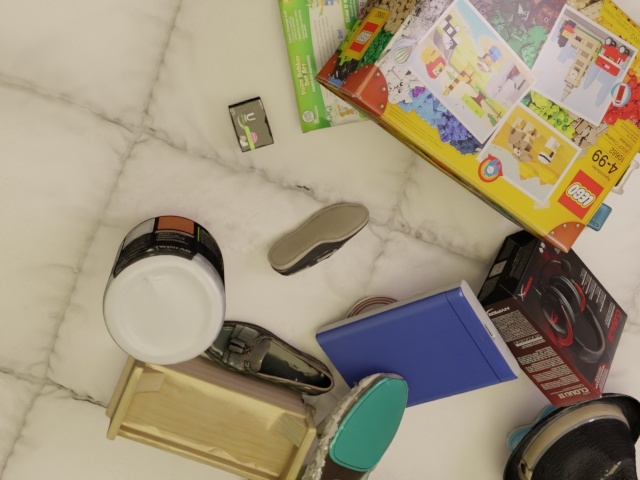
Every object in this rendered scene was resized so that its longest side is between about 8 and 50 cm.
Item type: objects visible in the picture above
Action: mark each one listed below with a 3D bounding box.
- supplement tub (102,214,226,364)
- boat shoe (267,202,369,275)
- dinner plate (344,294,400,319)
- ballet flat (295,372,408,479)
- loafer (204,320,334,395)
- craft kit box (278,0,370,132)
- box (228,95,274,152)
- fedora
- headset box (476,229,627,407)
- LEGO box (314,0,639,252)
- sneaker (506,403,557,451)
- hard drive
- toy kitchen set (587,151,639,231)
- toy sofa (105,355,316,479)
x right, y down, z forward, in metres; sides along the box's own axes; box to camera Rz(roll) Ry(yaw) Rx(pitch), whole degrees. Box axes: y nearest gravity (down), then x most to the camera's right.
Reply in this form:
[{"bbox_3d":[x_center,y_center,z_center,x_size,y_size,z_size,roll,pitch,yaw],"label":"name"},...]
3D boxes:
[{"bbox_3d":[-0.257,0.069,1.636,0.193,0.316,0.194,-1,105,-5],"label":"supplement tub"},{"bbox_3d":[0.000,0.000,1.794,0.206,0.075,0.065,-30,149,-4],"label":"boat shoe"},{"bbox_3d":[0.111,0.170,1.862,0.141,0.017,0.141,-1,104,-6],"label":"dinner plate"},{"bbox_3d":[0.015,0.411,1.772,0.147,0.147,0.409,30,80,-13],"label":"ballet flat"},{"bbox_3d":[-0.093,0.217,1.806,0.267,0.084,0.096,23,80,-14],"label":"loafer"},{"bbox_3d":[0.065,-0.330,1.685,0.246,0.061,0.250,-10,112,-2],"label":"craft kit box"},{"bbox_3d":[-0.123,-0.206,1.718,0.062,0.052,0.083,-17,104,-2],"label":"box"},{"bbox_3d":[0.514,0.449,1.853,0.334,0.152,0.334,-13,134,-14],"label":"fedora"},{"bbox_3d":[0.436,0.146,1.788,0.293,0.218,0.110,48,138,-15],"label":"headset box"},{"bbox_3d":[0.307,-0.274,1.620,0.500,0.193,0.372,32,95,-26],"label":"LEGO box"},{"bbox_3d":[0.452,0.383,1.928,0.162,0.073,0.063,-36,105,3],"label":"sneaker"},{"bbox_3d":[0.173,0.205,1.776,0.318,0.040,0.210,-22,112,33],"label":"hard drive"},{"bbox_3d":[0.528,-0.120,1.760,0.122,0.166,0.207,27,99,-13],"label":"toy kitchen set"},{"bbox_3d":[-0.199,0.321,1.779,0.362,0.177,0.150,21,100,-12],"label":"toy sofa"}]
